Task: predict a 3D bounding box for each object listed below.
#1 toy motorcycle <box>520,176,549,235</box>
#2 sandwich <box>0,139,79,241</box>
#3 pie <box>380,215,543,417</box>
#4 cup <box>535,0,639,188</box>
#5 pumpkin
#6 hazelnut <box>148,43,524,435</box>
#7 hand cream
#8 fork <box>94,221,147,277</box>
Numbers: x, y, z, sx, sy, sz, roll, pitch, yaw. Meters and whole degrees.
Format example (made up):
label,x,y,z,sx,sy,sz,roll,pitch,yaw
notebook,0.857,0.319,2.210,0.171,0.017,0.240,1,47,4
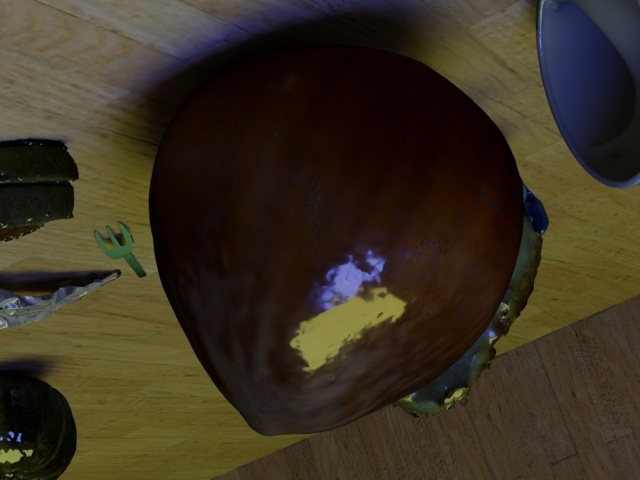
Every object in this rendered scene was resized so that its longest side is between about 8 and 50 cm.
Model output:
label,x,y,z,sx,sy,sz,roll,pitch,yaw
toy motorcycle,0.143,-0.003,1.971,0.260,0.206,0.154,-27,121,33
sandwich,-0.351,-0.020,1.513,0.235,0.079,0.159,-8,161,-36
pie,0.085,0.033,1.808,0.288,0.354,0.103,-40,136,-1
cup,0.385,-0.200,1.569,0.327,0.236,0.323,-15,-167,-18
pumpkin,-0.445,0.270,2.247,0.224,0.157,0.223,-8,149,-5
hazelnut,0.000,0.000,1.538,0.359,0.359,0.409,-16,154,-11
hand cream,-0.342,0.068,1.893,0.084,0.050,0.257,-33,163,31
fork,-0.224,0.023,1.920,0.039,0.021,0.235,-16,164,0
